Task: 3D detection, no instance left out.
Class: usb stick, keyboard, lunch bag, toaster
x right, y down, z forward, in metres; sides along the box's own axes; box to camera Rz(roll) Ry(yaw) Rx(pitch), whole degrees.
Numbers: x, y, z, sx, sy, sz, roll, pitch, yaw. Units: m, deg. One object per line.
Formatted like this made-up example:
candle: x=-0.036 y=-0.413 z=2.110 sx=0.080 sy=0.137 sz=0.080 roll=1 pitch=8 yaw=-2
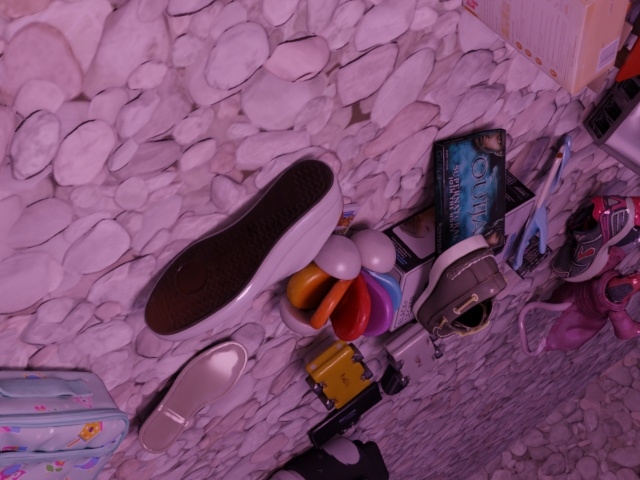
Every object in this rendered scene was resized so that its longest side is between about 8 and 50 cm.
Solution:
usb stick: x=0.191 y=0.217 z=1.705 sx=0.077 sy=0.045 sz=0.278 roll=-27 pitch=149 yaw=-39
keyboard: x=0.054 y=0.372 z=1.777 sx=0.180 sy=0.023 sz=0.108 roll=-34 pitch=145 yaw=-13
lunch bag: x=-0.371 y=0.248 z=0.963 sx=0.224 sy=0.108 sz=0.279 roll=-51 pitch=151 yaw=17
toaster: x=0.546 y=-0.210 z=1.411 sx=0.168 sy=0.110 sz=0.185 roll=-56 pitch=-169 yaw=26

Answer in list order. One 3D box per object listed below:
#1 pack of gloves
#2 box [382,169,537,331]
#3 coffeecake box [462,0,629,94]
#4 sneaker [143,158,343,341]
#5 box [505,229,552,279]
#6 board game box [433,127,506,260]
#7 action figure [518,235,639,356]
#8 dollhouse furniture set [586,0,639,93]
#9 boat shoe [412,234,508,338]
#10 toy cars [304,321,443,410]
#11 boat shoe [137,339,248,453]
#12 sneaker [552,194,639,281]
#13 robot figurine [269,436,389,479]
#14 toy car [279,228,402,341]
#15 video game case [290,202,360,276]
pack of gloves: x=0.400 y=-0.061 z=1.460 sx=0.195 sy=0.046 sz=0.232 roll=-42 pitch=152 yaw=-58
box: x=0.208 y=0.013 z=1.387 sx=0.290 sy=0.087 sz=0.169 roll=-27 pitch=149 yaw=-25
coffeecake box: x=0.239 y=-0.272 z=0.912 sx=0.068 sy=0.185 sz=0.142 roll=-36 pitch=152 yaw=-10
sneaker: x=-0.079 y=0.034 z=1.031 sx=0.290 sy=0.106 sz=0.123 roll=-39 pitch=150 yaw=-7
box: x=0.414 y=0.027 z=1.689 sx=0.083 sy=0.067 sz=0.018 roll=-47 pitch=151 yaw=7
board game box: x=0.226 y=-0.067 z=1.257 sx=0.126 sy=0.026 sz=0.186 roll=-17 pitch=115 yaw=-29
action figure: x=0.632 y=0.119 z=1.940 sx=0.276 sy=0.248 sz=0.370 roll=-8 pitch=166 yaw=-8
dollhouse furniture set: x=0.504 y=-0.340 z=1.205 sx=0.262 sy=0.135 sz=0.259 roll=-23 pitch=147 yaw=-31
boat shoe: x=0.215 y=0.098 z=1.290 sx=0.109 sy=0.091 sz=0.305 roll=-26 pitch=158 yaw=-13
toy cars: x=0.091 y=0.207 z=1.509 sx=0.394 sy=0.087 sz=0.176 roll=-5 pitch=135 yaw=-46
boat shoe: x=-0.190 y=0.219 z=1.230 sx=0.206 sy=0.075 sz=0.065 roll=-47 pitch=-165 yaw=-1
sneaker: x=0.579 y=-0.013 z=1.819 sx=0.112 sy=0.120 sz=0.299 roll=8 pitch=147 yaw=-11
robot figurine: x=0.013 y=0.532 z=1.786 sx=0.278 sy=0.173 sz=0.209 roll=-23 pitch=145 yaw=-32
toy car: x=0.043 y=0.079 z=1.191 sx=0.182 sy=0.136 sz=0.159 roll=-8 pitch=137 yaw=-46
video game case: x=0.000 y=0.000 z=1.186 sx=0.087 sy=0.011 sz=0.122 roll=-10 pitch=139 yaw=-44
